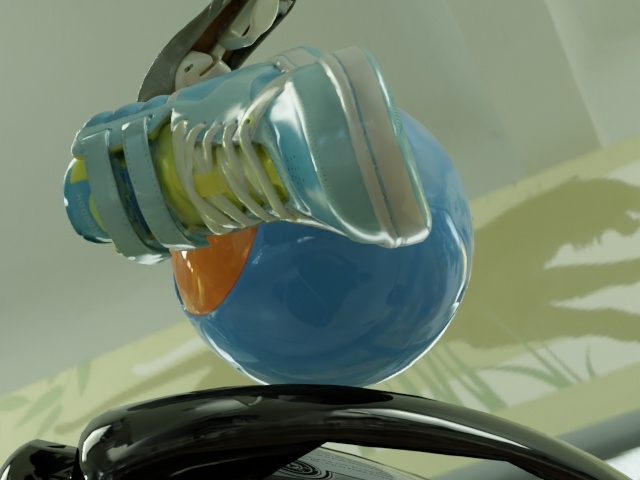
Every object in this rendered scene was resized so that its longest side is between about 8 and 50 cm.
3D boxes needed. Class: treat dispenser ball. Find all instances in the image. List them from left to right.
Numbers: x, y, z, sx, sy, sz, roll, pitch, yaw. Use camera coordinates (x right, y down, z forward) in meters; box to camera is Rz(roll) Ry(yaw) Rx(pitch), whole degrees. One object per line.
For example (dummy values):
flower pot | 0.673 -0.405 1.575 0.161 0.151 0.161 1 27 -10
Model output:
treat dispenser ball | 0.000 0.000 0.973 0.288 0.288 0.288 -4 -44 -4

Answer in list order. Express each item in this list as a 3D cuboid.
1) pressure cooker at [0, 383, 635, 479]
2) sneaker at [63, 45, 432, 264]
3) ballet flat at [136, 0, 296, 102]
pressure cooker | 0.006 0.273 0.462 0.370 0.375 0.420 7 -77 -55
sneaker | -0.060 -0.036 0.651 0.208 0.319 0.127 -21 -77 -6
ballet flat | -0.098 -0.186 0.997 0.213 0.068 0.072 -54 -51 -7
